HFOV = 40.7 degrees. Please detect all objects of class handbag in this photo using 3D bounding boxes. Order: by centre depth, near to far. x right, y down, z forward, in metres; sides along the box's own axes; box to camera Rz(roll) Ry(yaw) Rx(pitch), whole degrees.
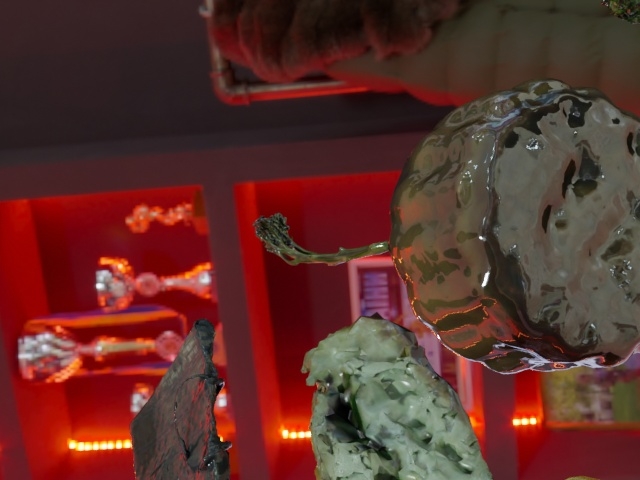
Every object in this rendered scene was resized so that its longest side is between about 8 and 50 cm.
[{"bbox_3d":[-0.142,0.231,0.931,0.270,0.089,0.175,-104,33,-44],"label":"handbag"}]

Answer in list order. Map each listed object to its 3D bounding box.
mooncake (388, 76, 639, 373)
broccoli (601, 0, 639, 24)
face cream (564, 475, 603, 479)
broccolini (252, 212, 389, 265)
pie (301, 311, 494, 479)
[{"bbox_3d":[0.217,-0.012,0.836,0.161,0.290,0.290,161,107,-66],"label":"mooncake"},{"bbox_3d":[0.300,-0.330,0.718,0.297,0.297,0.297,39,148,42],"label":"broccoli"},{"bbox_3d":[0.298,0.285,0.876,0.273,0.078,0.078,-6,88,57],"label":"face cream"},{"bbox_3d":[-0.001,0.007,0.948,0.054,0.194,0.052,-11,-72,-50],"label":"broccolini"},{"bbox_3d":[0.065,0.208,0.481,0.288,0.103,0.354,80,170,-45],"label":"pie"}]
